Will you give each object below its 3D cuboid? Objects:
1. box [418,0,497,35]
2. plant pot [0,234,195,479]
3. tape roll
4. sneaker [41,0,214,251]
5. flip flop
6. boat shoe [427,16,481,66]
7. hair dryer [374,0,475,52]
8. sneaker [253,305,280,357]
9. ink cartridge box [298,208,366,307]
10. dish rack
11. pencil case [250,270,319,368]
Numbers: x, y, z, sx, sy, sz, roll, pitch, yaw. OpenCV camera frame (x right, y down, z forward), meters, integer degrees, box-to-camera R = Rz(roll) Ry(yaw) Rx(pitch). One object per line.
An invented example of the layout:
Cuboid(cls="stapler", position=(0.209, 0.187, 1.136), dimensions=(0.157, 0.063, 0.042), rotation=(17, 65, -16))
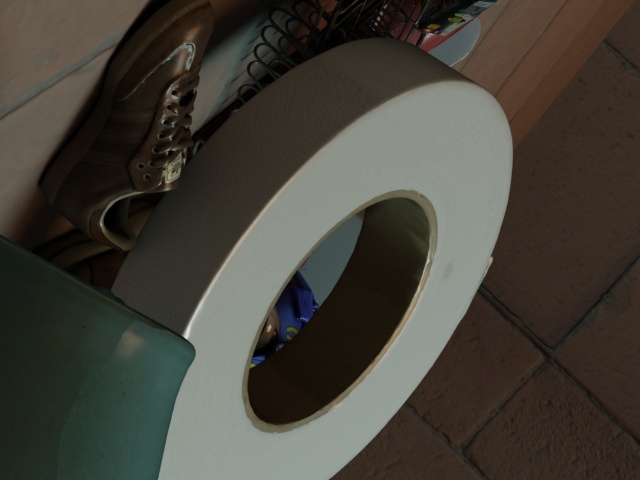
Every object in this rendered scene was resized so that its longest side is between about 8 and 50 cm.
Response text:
Cuboid(cls="box", position=(0.113, -0.222, 1.411), dimensions=(0.137, 0.027, 0.094), rotation=(160, -62, -76))
Cuboid(cls="plant pot", position=(-0.199, 0.118, 0.884), dimensions=(0.255, 0.272, 0.271), rotation=(-61, 174, -5))
Cuboid(cls="tape roll", position=(-0.005, 0.037, 1.292), dimensions=(0.392, 0.072, 0.392), rotation=(-39, 149, -29))
Cuboid(cls="sneaker", position=(-0.102, -0.071, 1.091), dimensions=(0.188, 0.071, 0.066), rotation=(-52, 172, 38))
Cuboid(cls="flip flop", position=(-0.179, 0.053, 1.298), dimensions=(0.112, 0.080, 0.277), rotation=(-51, 172, 31))
Cuboid(cls="boat shoe", position=(0.111, -0.189, 1.869), dimensions=(0.142, 0.049, 0.040), rotation=(-46, -168, 6))
Cuboid(cls="hair dryer", position=(0.150, -0.251, 1.584), dimensions=(0.293, 0.080, 0.223), rotation=(-43, 173, -25))
Cuboid(cls="sneaker", position=(-0.117, 0.026, 1.483), dimensions=(0.281, 0.106, 0.162), rotation=(-16, -117, 51))
Cuboid(cls="ink cartridge box", position=(0.000, 0.000, 1.705), dimensions=(0.127, 0.176, 0.128), rotation=(-52, 173, 16))
Cuboid(cls="dish rack", position=(0.018, -0.161, 1.337), dimensions=(0.208, 0.074, 0.271), rotation=(-44, 171, -33))
Cuboid(cls="pencil case", position=(-0.094, 0.113, 1.667), dimensions=(0.306, 0.133, 0.119), rotation=(123, -27, -57))
